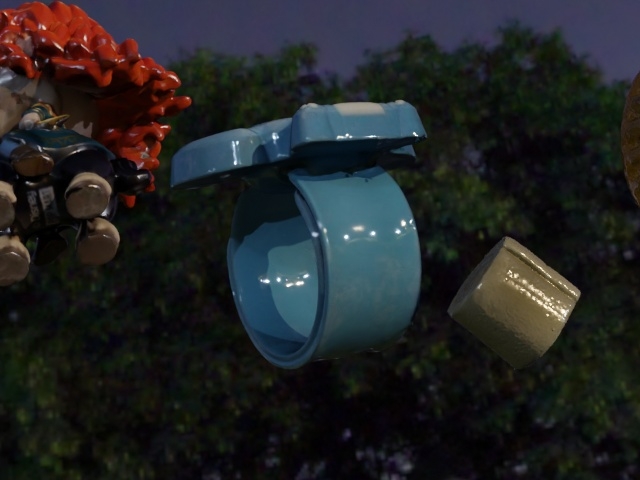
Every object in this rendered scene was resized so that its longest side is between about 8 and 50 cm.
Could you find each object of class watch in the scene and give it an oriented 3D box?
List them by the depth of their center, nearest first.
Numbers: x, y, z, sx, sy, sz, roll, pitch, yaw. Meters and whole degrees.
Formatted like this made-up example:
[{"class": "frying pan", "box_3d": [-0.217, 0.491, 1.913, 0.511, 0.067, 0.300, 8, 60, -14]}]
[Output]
[{"class": "watch", "box_3d": [0.000, 0.000, 0.878, 0.211, 0.193, 0.211, -9, -2, 0]}]

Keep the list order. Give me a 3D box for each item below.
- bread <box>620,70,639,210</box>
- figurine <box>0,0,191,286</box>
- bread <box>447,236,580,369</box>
[{"class": "bread", "box_3d": [0.358, -0.081, 0.888, 0.240, 0.240, 0.139, -3, -23, -13]}, {"class": "figurine", "box_3d": [-0.324, -0.109, 1.251, 0.306, 0.412, 0.241, -8, -53, 19]}, {"class": "bread", "box_3d": [0.280, 0.092, 1.614, 0.141, 0.148, 0.134, 38, -23, 2]}]
